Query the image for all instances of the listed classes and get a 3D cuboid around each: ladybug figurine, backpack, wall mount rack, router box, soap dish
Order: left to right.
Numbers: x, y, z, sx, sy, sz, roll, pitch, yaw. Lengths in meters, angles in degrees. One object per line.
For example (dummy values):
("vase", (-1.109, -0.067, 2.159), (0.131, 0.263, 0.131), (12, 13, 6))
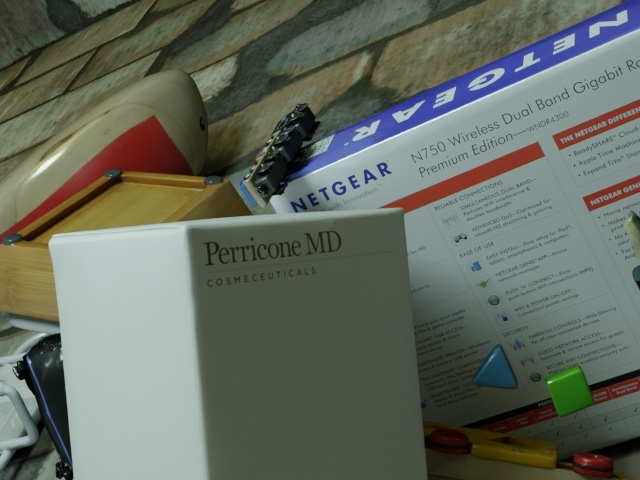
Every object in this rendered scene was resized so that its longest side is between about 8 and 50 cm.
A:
("wall mount rack", (-0.461, 0.178, 1.448), (0.304, 0.130, 0.350), (-12, 27, 19))
("backpack", (-0.256, 0.167, 1.256), (0.117, 0.158, 0.173), (-22, 6, -7))
("ladybug figurine", (-0.341, -0.074, 1.692), (0.449, 0.162, 0.305), (-39, 0, -8))
("soap dish", (-0.244, 0.010, 1.421), (0.229, 0.118, 0.291), (6, 28, 25))
("router box", (0.178, 0.012, 0.851), (0.335, 0.301, 0.082), (-22, 19, 22))

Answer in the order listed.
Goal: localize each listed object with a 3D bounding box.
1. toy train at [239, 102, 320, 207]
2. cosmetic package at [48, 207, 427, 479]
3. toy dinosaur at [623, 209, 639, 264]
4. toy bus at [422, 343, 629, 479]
("toy train", (-0.032, -0.065, 0.851), (0.036, 0.027, 0.158), (-27, 18, 22))
("cosmetic package", (-0.044, 0.166, 0.741), (0.197, 0.365, 0.155), (-8, 3, -44))
("toy dinosaur", (0.303, 0.093, 0.758), (0.118, 0.268, 0.064), (-61, -9, -7))
("toy bus", (0.142, 0.187, 0.819), (0.191, 0.202, 0.104), (-37, -5, 9))
